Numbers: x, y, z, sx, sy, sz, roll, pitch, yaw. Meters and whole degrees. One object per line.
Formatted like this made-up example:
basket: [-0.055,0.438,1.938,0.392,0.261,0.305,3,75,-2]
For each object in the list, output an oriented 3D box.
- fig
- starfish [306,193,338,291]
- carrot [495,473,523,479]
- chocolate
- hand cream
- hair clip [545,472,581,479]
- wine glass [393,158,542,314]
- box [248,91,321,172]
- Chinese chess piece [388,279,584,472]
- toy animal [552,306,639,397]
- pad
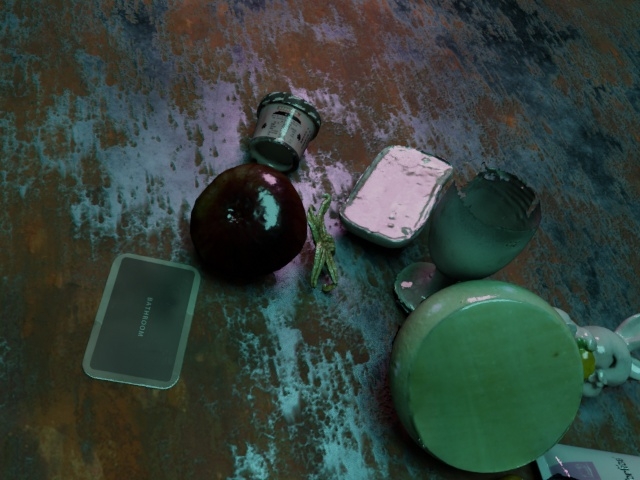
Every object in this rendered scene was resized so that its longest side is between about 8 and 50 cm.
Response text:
fig: [-0.139,-0.032,1.286,0.234,0.214,0.235,3,59,-5]
starfish: [0.010,0.000,1.352,0.053,0.150,0.210,-2,68,16]
carrot: [0.294,0.497,1.166,0.225,0.067,0.067,-24,68,-27]
chocolate: [0.174,-0.095,1.490,0.185,0.100,0.303,26,51,13]
hand cream: [0.592,0.474,1.246,0.358,0.118,0.186,11,31,-9]
hair clip: [0.354,0.536,1.052,0.206,0.310,0.194,39,10,-34]
wine glass: [0.288,0.015,1.289,0.190,0.357,0.191,9,47,-10]
box: [-0.088,-0.240,1.475,0.151,0.151,0.135,21,62,-4]
Chinese chess piece: [0.297,0.244,1.183,0.349,0.146,0.350,-1,99,-4]
toy animal: [0.546,0.225,1.340,0.325,0.209,0.154,-7,20,-10]
pad: [-0.334,0.147,1.229,0.176,0.002,0.266,12,55,-10]
